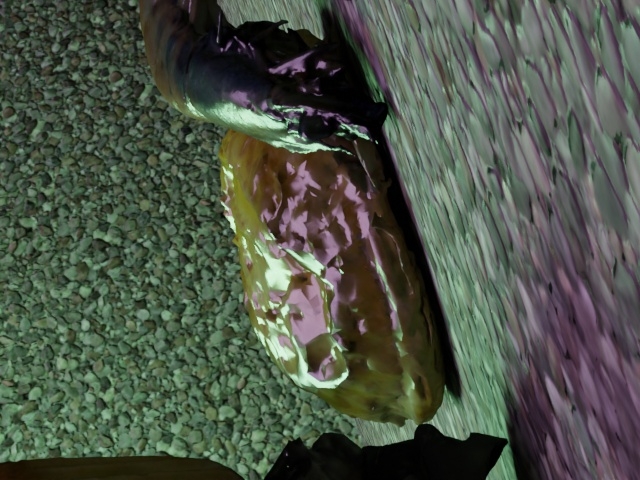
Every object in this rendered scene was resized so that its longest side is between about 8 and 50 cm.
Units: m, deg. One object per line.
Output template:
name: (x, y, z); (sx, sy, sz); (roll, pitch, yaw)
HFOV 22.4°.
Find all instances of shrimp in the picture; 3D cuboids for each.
shrimp: (-0.036, -0.147, 0.838); (0.262, 0.051, 0.198); (33, 125, 56)

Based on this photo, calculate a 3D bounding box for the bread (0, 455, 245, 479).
bread: (-0.106, 0.223, 0.721); (0.227, 0.142, 0.253); (-12, 73, 52)

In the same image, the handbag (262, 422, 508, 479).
handbag: (0.034, 0.292, 0.756); (0.327, 0.162, 0.325); (106, 149, -45)

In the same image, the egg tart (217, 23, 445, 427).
egg tart: (0.000, 0.000, 0.936); (0.232, 0.098, 0.252); (-120, 14, -56)
